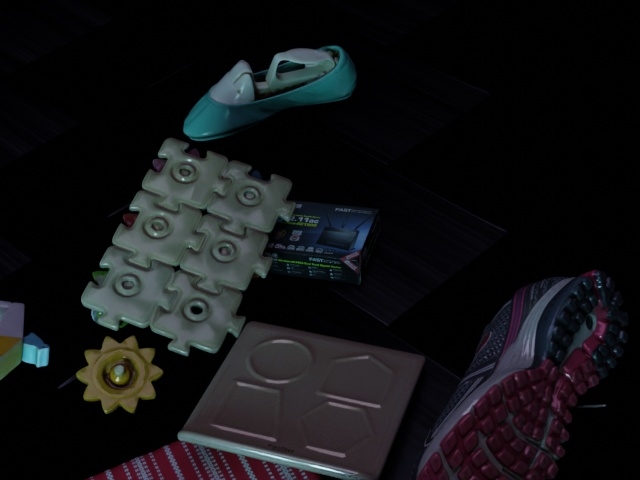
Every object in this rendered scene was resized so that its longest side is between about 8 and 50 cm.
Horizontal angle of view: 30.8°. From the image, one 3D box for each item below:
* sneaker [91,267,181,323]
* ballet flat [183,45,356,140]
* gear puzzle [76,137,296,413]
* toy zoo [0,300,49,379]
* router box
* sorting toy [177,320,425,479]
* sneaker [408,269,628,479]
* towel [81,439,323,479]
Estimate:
[{"bbox_3d":[-0.192,0.072,1.284,0.119,0.047,0.057,-19,53,-10],"label":"sneaker"},{"bbox_3d":[-0.072,-0.208,1.549,0.247,0.087,0.083,-18,42,-10],"label":"ballet flat"},{"bbox_3d":[-0.154,0.047,1.262,0.176,0.044,0.339,19,58,5],"label":"gear puzzle"},{"bbox_3d":[-0.430,0.099,1.209,0.293,0.030,0.192,7,17,-3],"label":"toy zoo"},{"bbox_3d":[0.000,0.000,1.332,0.123,0.038,0.092,6,42,17],"label":"router box"},{"bbox_3d":[-0.013,0.157,1.133,0.193,0.038,0.208,10,31,15],"label":"sorting toy"},{"bbox_3d":[0.177,0.149,1.090,0.112,0.120,0.299,-7,31,51],"label":"sneaker"},{"bbox_3d":[-0.128,0.264,1.057,0.275,0.031,0.199,-20,40,-16],"label":"towel"}]
